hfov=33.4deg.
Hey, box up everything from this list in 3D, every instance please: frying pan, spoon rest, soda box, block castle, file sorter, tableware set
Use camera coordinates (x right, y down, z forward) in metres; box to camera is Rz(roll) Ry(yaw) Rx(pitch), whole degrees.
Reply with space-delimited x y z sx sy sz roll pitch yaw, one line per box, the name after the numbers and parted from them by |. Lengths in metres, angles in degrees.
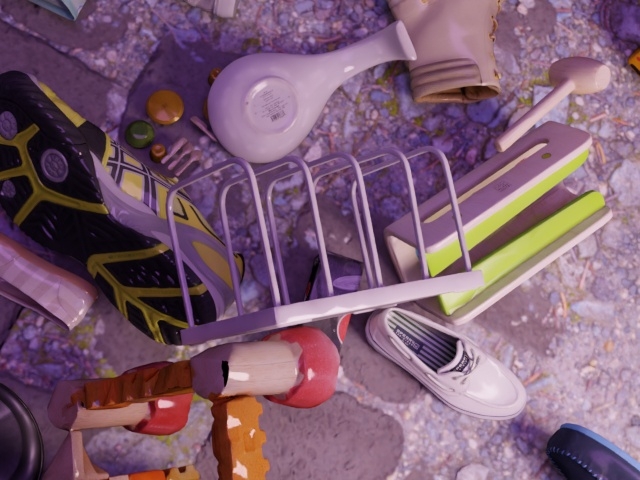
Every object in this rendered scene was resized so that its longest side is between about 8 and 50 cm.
-0.440 0.253 1.128 0.326 0.053 0.197 -29 80 -42 | frying pan
-0.015 -0.198 1.366 0.276 0.084 0.137 -27 104 -11 | spoon rest
0.002 0.101 1.309 0.060 0.053 0.169 18 74 -6 | soda box
-0.099 0.333 1.092 0.212 0.303 0.454 6 72 -53 | block castle
0.000 0.000 1.158 0.277 0.192 0.173 -7 84 -36 | file sorter
-0.169 -0.158 1.357 0.104 0.024 0.154 41 73 4 | tableware set

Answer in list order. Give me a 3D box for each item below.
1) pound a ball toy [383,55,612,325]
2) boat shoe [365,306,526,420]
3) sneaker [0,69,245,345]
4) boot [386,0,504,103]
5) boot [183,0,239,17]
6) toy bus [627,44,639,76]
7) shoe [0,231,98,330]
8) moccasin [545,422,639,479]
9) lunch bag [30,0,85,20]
0.225 -0.074 1.337 0.319 0.135 0.208 -34 121 -17 | pound a ball toy
0.159 0.155 1.315 0.226 0.076 0.083 26 73 -4 | boat shoe
-0.249 -0.044 1.262 0.385 0.145 0.147 49 31 -1 | sneaker
0.225 -0.291 1.428 0.261 0.095 0.204 -10 78 -12 | boot
-0.142 -0.391 1.304 0.123 0.258 0.095 17 46 -4 | boot
0.574 -0.325 1.488 0.332 0.130 0.108 -43 88 -17 | toy bus
-0.367 0.034 1.239 0.219 0.076 0.058 28 67 -6 | shoe
0.393 0.369 1.279 0.342 0.138 0.117 45 77 3 | moccasin
-0.374 -0.436 1.316 0.262 0.160 0.223 27 76 8 | lunch bag
